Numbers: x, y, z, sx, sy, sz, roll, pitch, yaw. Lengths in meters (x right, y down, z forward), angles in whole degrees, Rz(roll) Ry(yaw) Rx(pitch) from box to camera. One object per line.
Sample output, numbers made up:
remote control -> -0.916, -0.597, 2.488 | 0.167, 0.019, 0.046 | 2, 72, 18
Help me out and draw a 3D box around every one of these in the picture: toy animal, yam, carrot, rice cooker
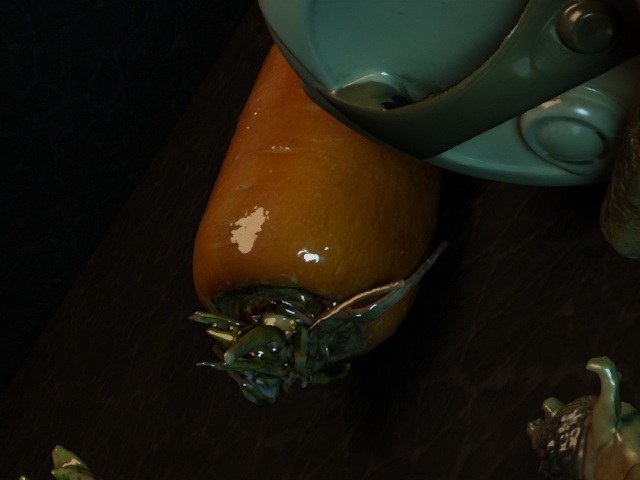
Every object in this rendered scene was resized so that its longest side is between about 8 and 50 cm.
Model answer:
toy animal -> 0.175, 0.111, 0.698 | 0.220, 0.069, 0.086 | -164, 86, -79
yam -> 0.203, -0.072, 0.728 | 0.253, 0.061, 0.061 | 93, -168, -60
carrot -> 0.000, 0.000, 1.136 | 0.193, 0.214, 0.331 | 91, -162, -60
rice cooker -> 0.129, -0.212, 0.869 | 0.335, 0.335, 0.325 | -32, 35, 58

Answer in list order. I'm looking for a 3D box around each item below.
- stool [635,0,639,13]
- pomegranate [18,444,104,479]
stool -> 0.269, -0.159, 0.539 | 0.178, 0.272, 0.272 | 12, 74, 57
pomegranate -> -0.140, 0.274, 1.048 | 0.211, 0.263, 0.211 | -38, 3, 2
